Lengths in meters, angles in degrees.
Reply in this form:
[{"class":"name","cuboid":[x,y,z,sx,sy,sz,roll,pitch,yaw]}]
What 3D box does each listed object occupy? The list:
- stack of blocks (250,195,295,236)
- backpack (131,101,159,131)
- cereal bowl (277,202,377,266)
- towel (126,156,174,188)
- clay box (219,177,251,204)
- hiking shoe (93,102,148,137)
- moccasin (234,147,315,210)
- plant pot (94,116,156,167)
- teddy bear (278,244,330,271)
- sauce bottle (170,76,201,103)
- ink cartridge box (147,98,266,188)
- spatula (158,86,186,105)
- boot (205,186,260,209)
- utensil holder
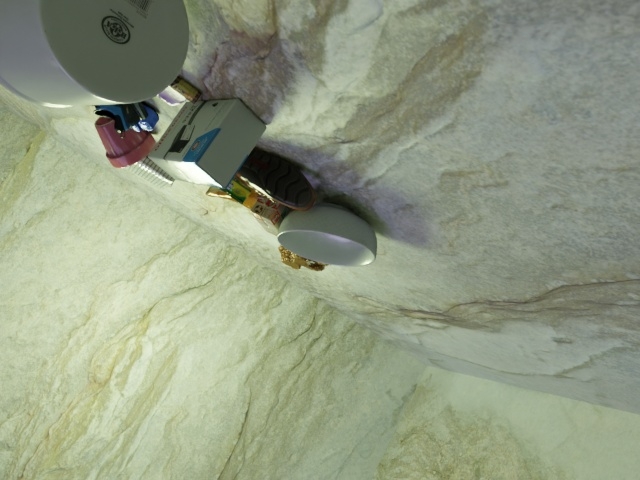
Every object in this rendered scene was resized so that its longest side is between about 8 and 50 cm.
[{"class":"stack of blocks","cuboid":[-0.126,-0.096,1.933,0.087,0.171,0.297,25,166,22]},{"class":"backpack","cuboid":[-0.644,-0.440,1.926,0.120,0.101,0.098,25,173,6]},{"class":"cereal bowl","cuboid":[0.032,-0.030,1.823,0.339,0.141,0.339,13,161,4]},{"class":"towel","cuboid":[-0.770,-0.346,2.491,0.235,0.121,0.284,31,167,-19]},{"class":"clay box","cuboid":[-0.300,-0.214,1.881,0.127,0.053,0.222,35,-160,-19]},{"class":"hiking shoe","cuboid":[-0.721,-0.485,1.792,0.304,0.132,0.113,42,166,9]},{"class":"moccasin","cuboid":[-0.172,-0.196,1.737,0.380,0.139,0.147,24,166,24]},{"class":"plant pot","cuboid":[-0.792,-0.419,2.153,0.201,0.201,0.180,18,146,42]},{"class":"teddy bear","cuboid":[-0.063,0.055,2.530,0.245,0.113,0.338,25,160,-11]},{"class":"sauce bottle","cuboid":[-0.403,-0.442,1.537,0.128,0.042,0.042,34,166,-15]},{"class":"ink cartridge box","cuboid":[-0.337,-0.286,1.572,0.308,0.223,0.129,14,159,48]},{"class":"spatula","cuboid":[-0.530,-0.466,1.737,0.297,0.030,0.084,15,164,46]},{"class":"boot","cuboid":[-0.345,-0.179,2.230,0.211,0.104,0.295,36,161,-22]},{"class":"utensil holder","cuboid":[-0.515,-0.447,1.157,0.386,0.327,0.327,16,160,43]}]
